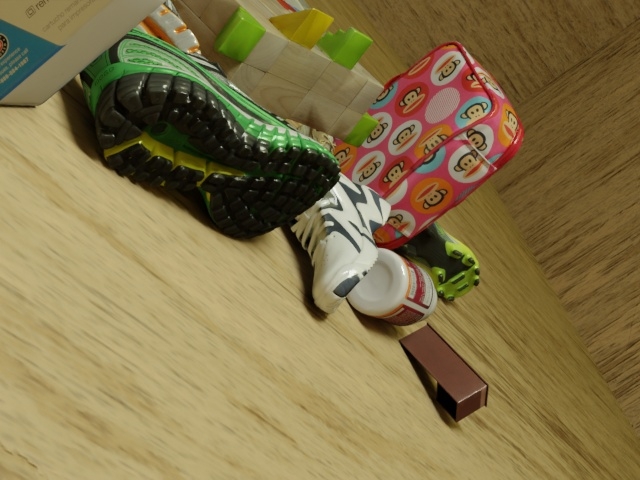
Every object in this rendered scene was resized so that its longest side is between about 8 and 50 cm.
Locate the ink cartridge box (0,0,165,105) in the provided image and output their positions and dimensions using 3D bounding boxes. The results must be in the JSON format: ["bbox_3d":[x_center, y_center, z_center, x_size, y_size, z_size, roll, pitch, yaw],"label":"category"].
[{"bbox_3d":[-0.241,-0.228,0.828,0.203,0.148,0.086,54,16,2],"label":"ink cartridge box"}]

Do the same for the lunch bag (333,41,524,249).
[{"bbox_3d":[0.138,-0.154,1.599,0.120,0.293,0.258,37,22,-37],"label":"lunch bag"}]

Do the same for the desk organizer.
[{"bbox_3d":[0.160,0.172,1.401,0.130,0.050,0.047,47,-27,38],"label":"desk organizer"}]

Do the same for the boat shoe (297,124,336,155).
[{"bbox_3d":[-0.002,-0.146,1.621,0.050,0.045,0.135,44,18,-37],"label":"boat shoe"}]

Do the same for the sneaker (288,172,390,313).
[{"bbox_3d":[-0.009,-0.021,1.246,0.153,0.094,0.235,35,37,-7],"label":"sneaker"}]

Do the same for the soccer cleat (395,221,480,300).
[{"bbox_3d":[0.175,0.003,1.767,0.289,0.093,0.121,40,13,-46],"label":"soccer cleat"}]

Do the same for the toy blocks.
[{"bbox_3d":[-0.091,-0.276,1.424,0.261,0.191,0.381,48,18,28],"label":"toy blocks"}]

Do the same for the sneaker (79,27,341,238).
[{"bbox_3d":[-0.098,-0.113,1.054,0.343,0.134,0.146,33,25,-54],"label":"sneaker"}]

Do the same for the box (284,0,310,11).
[{"bbox_3d":[-0.126,-0.437,1.757,0.275,0.113,0.094,56,14,1],"label":"box"}]

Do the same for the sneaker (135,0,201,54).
[{"bbox_3d":[-0.206,-0.259,1.177,0.215,0.084,0.083,58,1,0],"label":"sneaker"}]

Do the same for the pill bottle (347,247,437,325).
[{"bbox_3d":[0.096,0.064,1.375,0.086,0.086,0.152,61,15,23],"label":"pill bottle"}]
